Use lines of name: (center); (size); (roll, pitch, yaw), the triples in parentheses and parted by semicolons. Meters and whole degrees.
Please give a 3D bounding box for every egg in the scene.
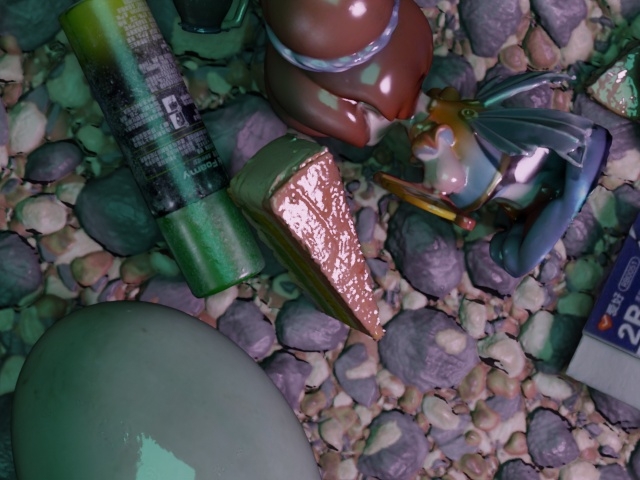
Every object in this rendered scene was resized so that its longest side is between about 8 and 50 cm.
egg: (-0.147, 0.237, 1.360); (0.276, 0.276, 0.389); (-36, 98, -3)

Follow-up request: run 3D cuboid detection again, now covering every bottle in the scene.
bottle: (-0.163, -0.103, 1.430); (0.093, 0.093, 0.330); (-25, 95, -4)

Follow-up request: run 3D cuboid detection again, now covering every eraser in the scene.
eraser: (0.368, 0.079, 1.483); (0.124, 0.068, 0.210); (26, 90, 31)

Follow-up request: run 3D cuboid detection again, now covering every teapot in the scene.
teapot: (-0.116, -0.249, 1.449); (0.088, 0.066, 0.057); (-6, 115, -27)

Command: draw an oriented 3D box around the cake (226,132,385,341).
cake: (-0.017, 0.010, 1.409); (0.090, 0.109, 0.225); (-30, 115, -27)

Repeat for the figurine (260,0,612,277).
figurine: (0.103, -0.155, 1.386); (0.388, 0.276, 0.248); (31, 116, -4)

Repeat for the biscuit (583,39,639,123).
biscuit: (0.421, -0.205, 1.514); (0.250, 0.032, 0.133); (-42, 96, -2)
